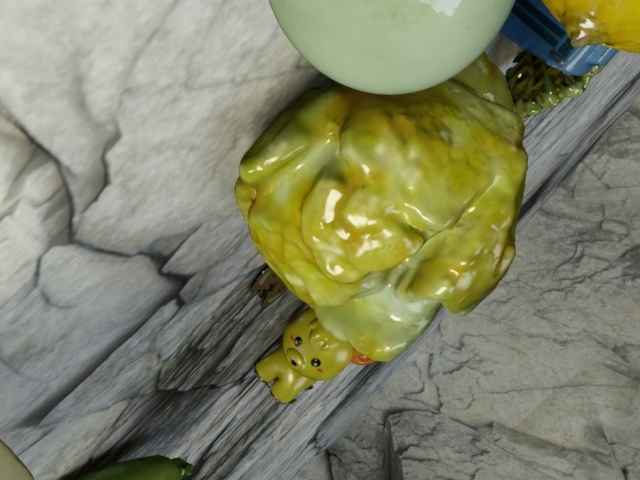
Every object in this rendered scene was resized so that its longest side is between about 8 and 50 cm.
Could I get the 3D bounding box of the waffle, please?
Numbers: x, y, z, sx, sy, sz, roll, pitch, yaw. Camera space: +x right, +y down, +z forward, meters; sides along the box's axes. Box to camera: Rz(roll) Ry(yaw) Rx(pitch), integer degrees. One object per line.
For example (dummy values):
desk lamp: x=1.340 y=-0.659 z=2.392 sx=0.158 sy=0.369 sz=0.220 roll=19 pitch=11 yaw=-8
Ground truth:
waffle: x=0.310 y=-0.238 z=1.066 sx=0.214 sy=0.054 sz=0.208 roll=-52 pitch=-162 yaw=-9

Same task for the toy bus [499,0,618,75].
toy bus: x=0.290 y=-0.282 z=0.880 sx=0.234 sy=0.133 sz=0.116 roll=-53 pitch=164 yaw=26

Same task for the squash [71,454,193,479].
squash: x=-0.289 y=0.345 z=1.052 sx=0.118 sy=0.118 sz=0.370 roll=-54 pitch=166 yaw=32

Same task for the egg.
egg: x=0.040 y=-0.161 z=0.493 sx=0.149 sy=0.149 sz=0.192 roll=-43 pitch=169 yaw=-10

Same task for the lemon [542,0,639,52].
lemon: x=0.276 y=-0.270 z=0.692 sx=0.253 sy=0.228 sz=0.228 roll=-43 pitch=167 yaw=-40

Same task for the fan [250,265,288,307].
fan: x=0.000 y=0.000 z=1.101 sx=0.226 sy=0.008 sz=0.152 roll=-43 pitch=165 yaw=-10

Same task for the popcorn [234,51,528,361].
popcorn: x=0.068 y=-0.050 z=0.733 sx=0.276 sy=0.225 sz=0.276 roll=-24 pitch=-154 yaw=13

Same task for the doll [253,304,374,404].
doll: x=-0.001 y=0.158 z=1.296 sx=0.135 sy=0.143 sz=0.221 roll=-24 pitch=162 yaw=-50

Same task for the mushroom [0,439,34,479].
mushroom: x=-0.282 y=0.298 z=0.515 sx=0.353 sy=0.325 sz=0.353 roll=-29 pitch=133 yaw=-36
